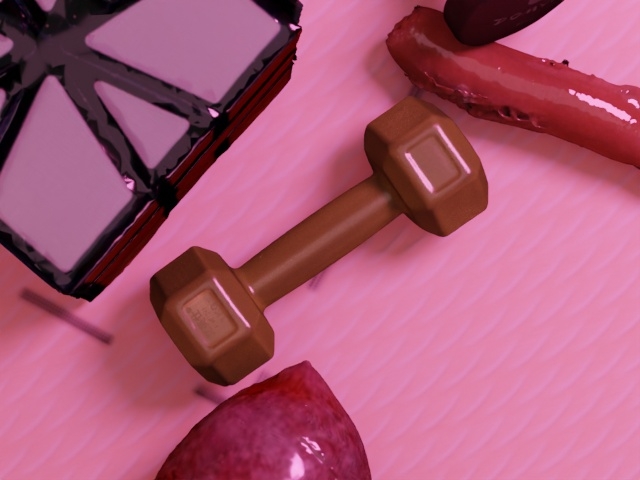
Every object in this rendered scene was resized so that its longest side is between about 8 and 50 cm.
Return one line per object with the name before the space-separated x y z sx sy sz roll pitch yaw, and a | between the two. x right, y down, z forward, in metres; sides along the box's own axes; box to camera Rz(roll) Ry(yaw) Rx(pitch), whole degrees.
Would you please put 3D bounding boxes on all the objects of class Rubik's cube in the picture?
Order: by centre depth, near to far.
Rubik's cube | -0.204 -0.144 1.383 0.288 0.283 0.293 43 83 1

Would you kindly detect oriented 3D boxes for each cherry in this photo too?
cherry | -0.047 0.219 1.432 0.192 0.175 0.249 18 88 12

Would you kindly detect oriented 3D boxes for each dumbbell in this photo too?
dumbbell | 0.121 -0.285 1.453 0.140 0.124 0.225 -27 75 -20
dumbbell | 0.000 0.000 1.472 0.302 0.108 0.121 -34 89 -3

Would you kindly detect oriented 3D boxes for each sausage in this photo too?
sausage | 0.199 -0.123 1.504 0.304 0.078 0.078 22 87 -1
